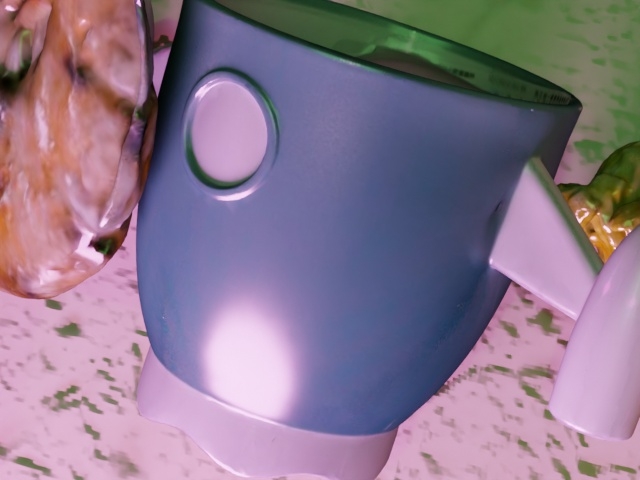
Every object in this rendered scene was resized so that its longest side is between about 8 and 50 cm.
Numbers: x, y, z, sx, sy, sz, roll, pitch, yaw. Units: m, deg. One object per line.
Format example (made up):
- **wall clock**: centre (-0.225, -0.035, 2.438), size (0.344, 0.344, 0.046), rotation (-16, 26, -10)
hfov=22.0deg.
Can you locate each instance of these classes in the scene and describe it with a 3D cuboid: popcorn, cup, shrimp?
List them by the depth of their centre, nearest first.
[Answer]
- **cup**: centre (0.000, 0.000, 0.659), size (0.300, 0.167, 0.173), rotation (28, 106, 33)
- **shrimp**: centre (-0.142, -0.155, 0.671), size (0.071, 0.233, 0.365), rotation (-7, 74, -36)
- **popcorn**: centre (0.130, -0.011, 0.690), size (0.083, 0.059, 0.068), rotation (-5, 46, 0)
